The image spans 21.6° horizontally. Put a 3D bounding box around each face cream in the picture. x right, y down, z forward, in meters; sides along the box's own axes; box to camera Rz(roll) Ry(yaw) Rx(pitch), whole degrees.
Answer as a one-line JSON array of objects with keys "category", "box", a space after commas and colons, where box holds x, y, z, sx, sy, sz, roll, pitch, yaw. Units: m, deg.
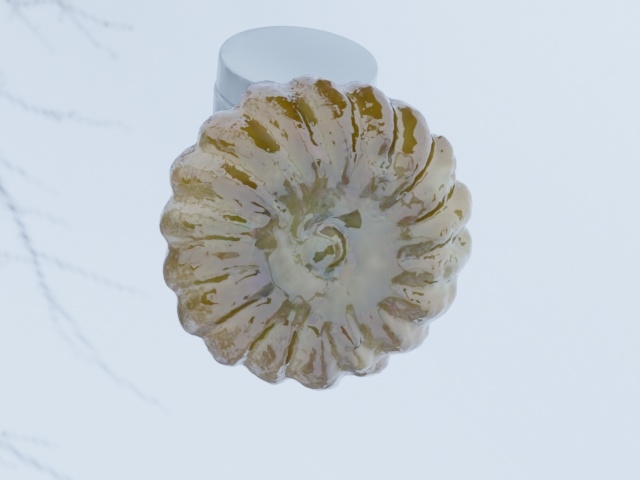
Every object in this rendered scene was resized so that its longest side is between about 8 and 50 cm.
[{"category": "face cream", "box": [-0.031, -0.132, 1.839, 0.177, 0.177, 0.152, 28, 126, 29]}]

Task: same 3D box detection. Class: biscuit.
[{"category": "biscuit", "box": [0.000, 0.000, 1.654, 0.325, 0.326, 0.107, 55, 179, -22]}]
